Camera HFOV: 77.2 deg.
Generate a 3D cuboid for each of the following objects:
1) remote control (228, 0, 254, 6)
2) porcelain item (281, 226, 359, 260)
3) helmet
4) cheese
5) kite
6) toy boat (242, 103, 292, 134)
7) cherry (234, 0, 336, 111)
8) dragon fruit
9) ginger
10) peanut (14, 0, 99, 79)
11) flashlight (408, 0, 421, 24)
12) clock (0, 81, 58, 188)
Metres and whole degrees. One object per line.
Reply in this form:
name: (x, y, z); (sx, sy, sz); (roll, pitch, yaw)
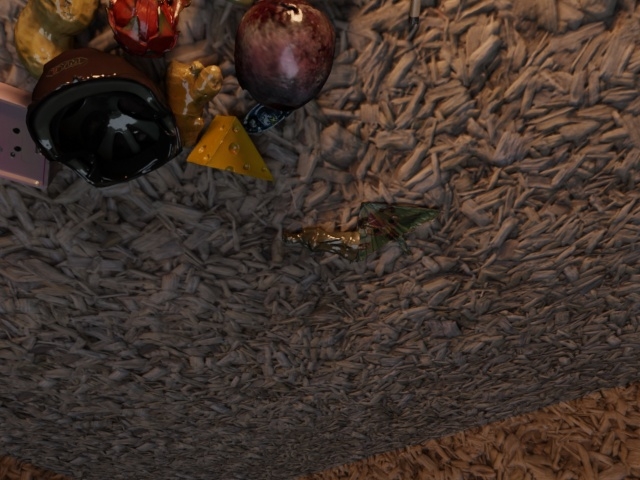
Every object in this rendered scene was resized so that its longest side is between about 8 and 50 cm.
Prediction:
remote control: (-0.128, -0.523, 0.665); (0.098, 0.038, 0.233); (14, 127, -19)
porcelain item: (0.000, 0.000, 1.127); (0.216, 0.069, 0.081); (9, 133, -4)
helmet: (-0.402, -0.247, 0.745); (0.225, 0.177, 0.305); (-23, 161, -11)
cheese: (-0.183, -0.180, 0.905); (0.171, 0.093, 0.126); (36, 79, -46)
kite: (0.193, -0.029, 1.156); (0.323, 0.013, 0.268); (-33, 126, 24)
toy boat: (-0.114, -0.273, 0.870); (0.137, 0.060, 0.060); (-25, 130, 15)
cherry: (-0.064, -0.334, 0.730); (0.195, 0.195, 0.195); (-3, 131, -4)
dragon fruit: (-0.309, -0.396, 0.711); (0.121, 0.130, 0.141); (26, 132, 14)
ginger: (-0.282, -0.287, 0.829); (0.115, 0.081, 0.205); (15, 131, -25)
peanut: (-0.461, -0.387, 0.700); (0.098, 0.103, 0.229); (28, 120, -31)
flashlight: (0.184, -0.461, 0.769); (0.019, 0.018, 0.083); (-6, 132, -4)
clock: (-0.642, -0.219, 0.852); (0.150, 0.063, 0.197); (17, 127, -21)
